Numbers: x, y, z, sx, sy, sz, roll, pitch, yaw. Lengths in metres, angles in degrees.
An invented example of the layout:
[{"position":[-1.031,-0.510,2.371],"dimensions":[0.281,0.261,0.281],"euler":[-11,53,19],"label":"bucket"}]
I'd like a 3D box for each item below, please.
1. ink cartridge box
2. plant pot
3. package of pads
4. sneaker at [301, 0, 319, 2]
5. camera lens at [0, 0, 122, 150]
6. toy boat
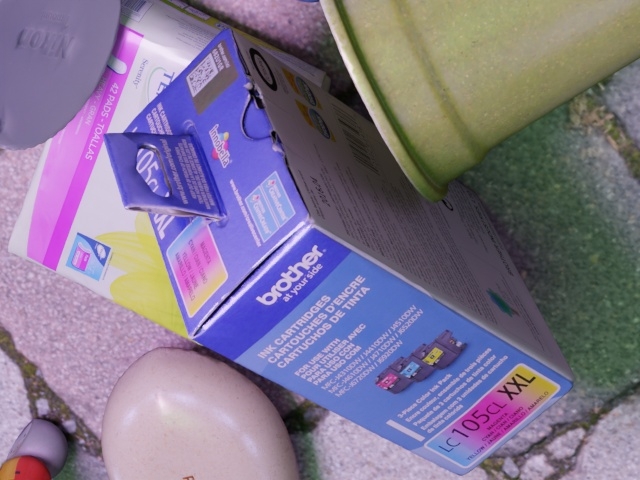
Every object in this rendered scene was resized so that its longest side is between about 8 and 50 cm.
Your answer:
[{"position":[0.000,0.000,1.579],"dimensions":[0.151,0.270,0.395],"euler":[-43,130,17],"label":"ink cartridge box"},{"position":[0.154,-0.206,1.555],"dimensions":[0.254,0.276,0.276],"euler":[-23,107,13],"label":"plant pot"},{"position":[-0.140,-0.069,1.776],"dimensions":[0.229,0.101,0.296],"euler":[26,120,3],"label":"package of pads"},{"position":[-0.055,-0.256,1.685],"dimensions":[0.144,0.059,0.053],"euler":[34,117,-3],"label":"sneaker"},{"position":[-0.338,-0.218,1.632],"dimensions":[0.274,0.219,0.219],"euler":[24,121,23],"label":"camera lens"},{"position":[-0.181,0.221,1.921],"dimensions":[0.318,0.148,0.267],"euler":[-8,118,11],"label":"toy boat"}]
